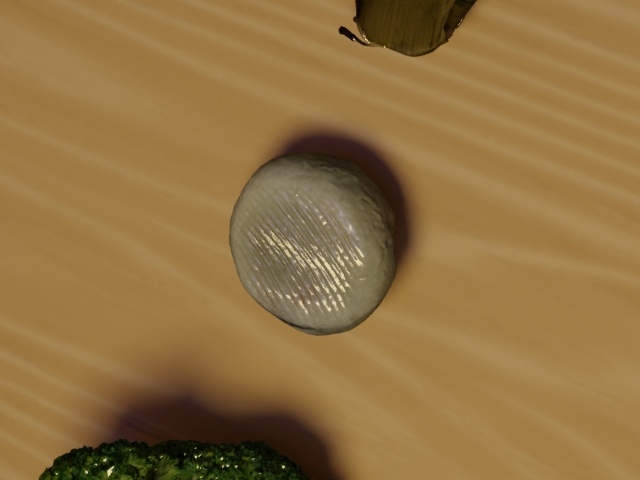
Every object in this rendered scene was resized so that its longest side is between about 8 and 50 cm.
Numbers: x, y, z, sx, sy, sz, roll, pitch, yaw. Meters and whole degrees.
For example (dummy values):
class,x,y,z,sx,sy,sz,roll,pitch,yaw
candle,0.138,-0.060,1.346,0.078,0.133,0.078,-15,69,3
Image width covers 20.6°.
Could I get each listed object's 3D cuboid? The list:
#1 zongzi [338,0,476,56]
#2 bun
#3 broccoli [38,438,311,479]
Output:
class,x,y,z,sx,sy,sz,roll,pitch,yaw
zongzi,0.071,-0.193,1.171,0.094,0.204,0.205,31,114,3
bun,0.000,0.000,1.320,0.141,0.083,0.140,10,111,29
broccoli,-0.114,0.263,1.350,0.261,0.241,0.269,30,104,-30
